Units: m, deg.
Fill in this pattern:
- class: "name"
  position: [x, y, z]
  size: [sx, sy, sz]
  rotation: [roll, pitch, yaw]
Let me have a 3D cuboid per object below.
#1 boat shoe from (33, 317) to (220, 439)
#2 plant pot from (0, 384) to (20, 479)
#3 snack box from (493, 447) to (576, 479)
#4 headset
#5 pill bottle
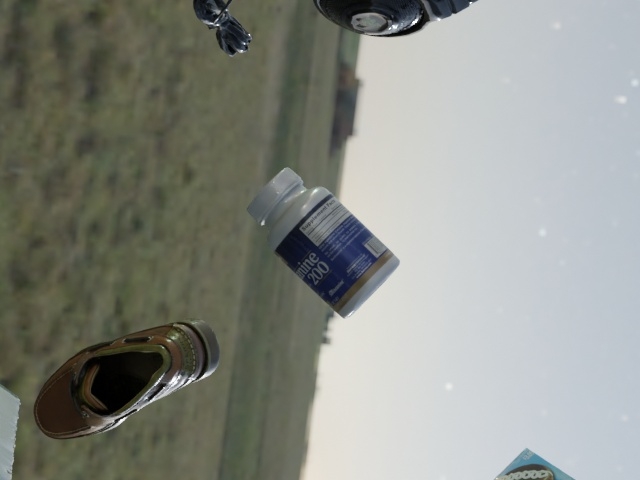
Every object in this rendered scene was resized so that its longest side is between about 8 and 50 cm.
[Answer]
- class: "boat shoe"
  position: [-0.272, 0.176, 1.872]
  size: [0.104, 0.307, 0.111]
  rotation: [-16, 77, -57]
- class: "plant pot"
  position: [-0.385, 0.142, 1.013]
  size: [0.248, 0.252, 0.247]
  rotation: [-45, -167, 0]
- class: "snack box"
  position: [0.260, 0.417, 1.947]
  size: [0.322, 0.187, 0.060]
  rotation: [-34, 147, -45]
- class: "headset"
  position: [0.048, -0.317, 1.640]
  size: [0.185, 0.394, 0.243]
  rotation: [55, 17, -61]
- class: "pill bottle"
  position: [0.000, 0.000, 1.190]
  size: [0.067, 0.120, 0.067]
  rotation: [-46, 176, -5]
